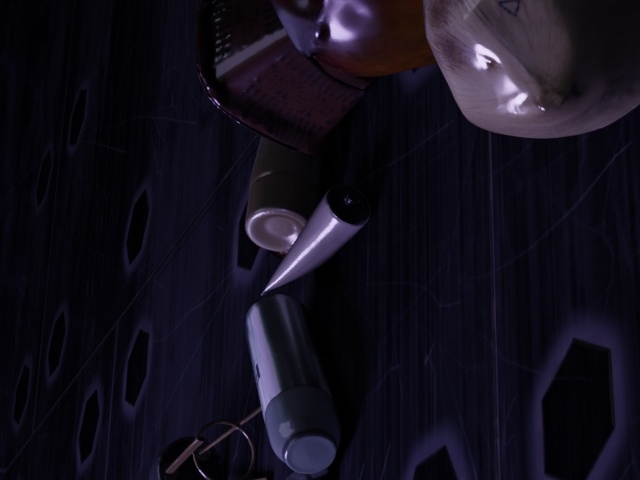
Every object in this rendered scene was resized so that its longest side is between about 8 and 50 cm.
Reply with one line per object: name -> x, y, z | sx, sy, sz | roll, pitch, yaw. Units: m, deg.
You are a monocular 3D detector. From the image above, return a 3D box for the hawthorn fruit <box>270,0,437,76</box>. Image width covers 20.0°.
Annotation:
hawthorn fruit -> 0.090, -0.303, 1.639 | 0.325, 0.308, 0.308 | -4, 72, 34

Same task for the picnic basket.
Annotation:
picnic basket -> -0.024, -0.260, 2.080 | 0.129, 0.222, 0.296 | -29, 48, 36

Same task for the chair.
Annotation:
chair -> -0.129, 0.265, 2.215 | 0.221, 0.104, 0.095 | -39, 17, 55

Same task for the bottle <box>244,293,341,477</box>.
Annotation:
bottle -> -0.030, 0.161, 2.005 | 0.253, 0.080, 0.096 | -108, -2, -56

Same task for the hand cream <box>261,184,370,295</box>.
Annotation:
hand cream -> 0.000, 0.000, 2.027 | 0.054, 0.087, 0.186 | 53, 139, 13

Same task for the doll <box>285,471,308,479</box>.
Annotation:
doll -> -0.048, 0.330, 1.963 | 0.094, 0.079, 0.180 | 39, 116, 23

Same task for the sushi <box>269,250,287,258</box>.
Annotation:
sushi -> -0.049, -0.001, 2.193 | 0.083, 0.044, 0.046 | -166, 88, -73

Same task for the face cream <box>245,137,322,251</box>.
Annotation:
face cream -> -0.033, -0.141, 2.199 | 0.137, 0.084, 0.341 | 116, 165, -50

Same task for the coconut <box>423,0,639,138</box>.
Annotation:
coconut -> 0.179, -0.182, 1.430 | 0.224, 0.224, 0.224 | -169, 90, -71
